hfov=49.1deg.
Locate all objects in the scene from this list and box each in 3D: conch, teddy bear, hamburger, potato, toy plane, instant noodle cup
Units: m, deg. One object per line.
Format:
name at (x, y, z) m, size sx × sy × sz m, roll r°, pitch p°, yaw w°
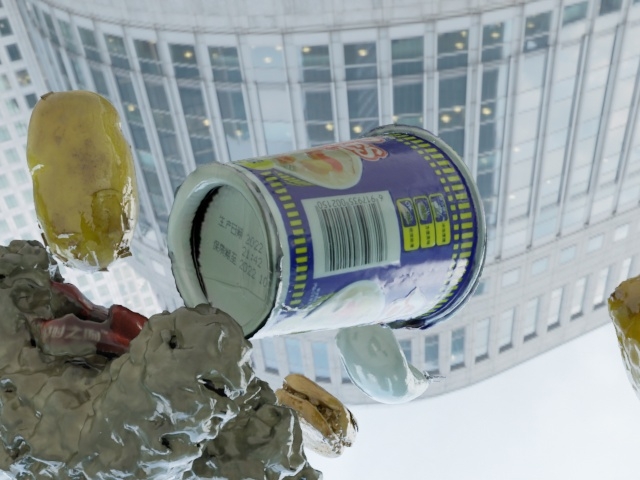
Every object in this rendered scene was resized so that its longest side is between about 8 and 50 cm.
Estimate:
conch at (0.111, 0.230, 1.339) m, size 0.121 × 0.221 × 0.185 m, roll -31°, pitch -151°, yaw 9°
teddy bear at (-0.155, 0.163, 0.722) m, size 0.357 × 0.367 × 0.224 m, roll 13°, pitch -98°, yaw 34°
hamburger at (-0.015, 0.390, 1.546) m, size 0.214 × 0.213 × 0.108 m, roll 25°, pitch -116°, yaw 34°
potato at (-0.385, -0.094, 1.154) m, size 0.173 × 0.300 × 0.140 m, roll -9°, pitch -179°, yaw -40°
toy plane at (0.252, 0.320, 1.632) m, size 0.078 × 0.084 × 0.024 m, roll -13°, pitch -115°, yaw 21°
instant noodle cup at (0.000, 0.000, 0.844) m, size 0.312 × 0.284 × 0.284 m, roll -9°, pitch -150°, yaw -45°

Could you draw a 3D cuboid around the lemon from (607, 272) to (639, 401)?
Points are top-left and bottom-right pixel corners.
lemon at (0.388, 0.089, 0.564) m, size 0.236 × 0.236 × 0.263 m, roll -27°, pitch -137°, yaw -24°
